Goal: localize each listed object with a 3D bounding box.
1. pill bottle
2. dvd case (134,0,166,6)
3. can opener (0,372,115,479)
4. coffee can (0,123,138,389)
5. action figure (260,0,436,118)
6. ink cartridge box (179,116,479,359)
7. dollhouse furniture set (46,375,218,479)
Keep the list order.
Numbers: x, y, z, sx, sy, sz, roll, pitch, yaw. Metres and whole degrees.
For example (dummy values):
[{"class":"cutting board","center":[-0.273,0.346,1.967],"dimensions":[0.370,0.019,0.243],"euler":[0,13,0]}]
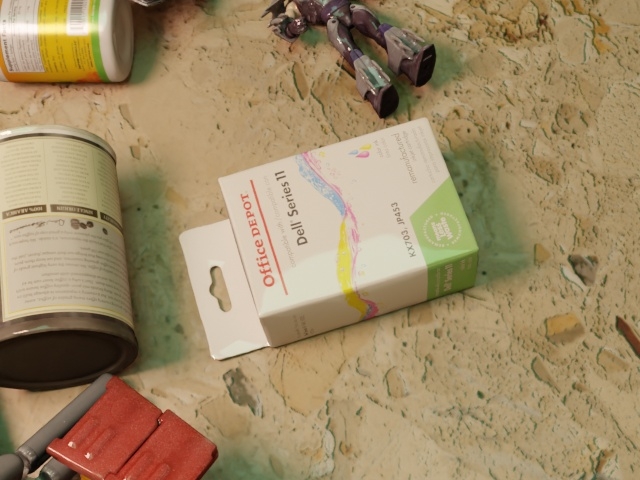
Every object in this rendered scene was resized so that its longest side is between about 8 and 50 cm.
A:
[{"class":"pill bottle","center":[-0.396,-0.290,1.639],"dimensions":[0.246,0.136,0.136],"euler":[1,66,5]},{"class":"dvd case","center":[-0.254,-0.385,1.661],"dimensions":[0.165,0.018,0.221],"euler":[26,28,15]},{"class":"can opener","center":[-0.317,0.252,1.367],"dimensions":[0.074,0.093,0.280],"euler":[37,46,13]},{"class":"coffee can","center":[-0.341,0.023,1.457],"dimensions":[0.202,0.201,0.275],"euler":[-10,65,0]},{"class":"action figure","center":[0.037,-0.308,1.638],"dimensions":[0.185,0.099,0.285],"euler":[-39,65,-7]},{"class":"ink cartridge box","center":[0.000,0.000,1.486],"dimensions":[0.353,0.119,0.207],"euler":[-17,66,-4]},{"class":"dollhouse furniture set","center":[-0.274,0.353,1.246],"dimensions":[0.152,0.201,0.374],"euler":[30,52,16]}]
